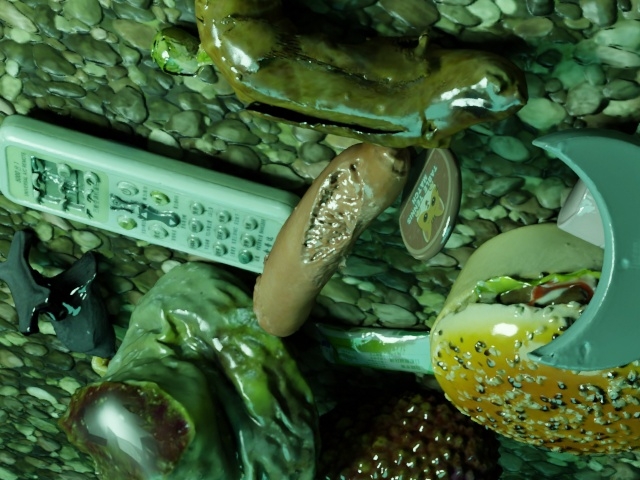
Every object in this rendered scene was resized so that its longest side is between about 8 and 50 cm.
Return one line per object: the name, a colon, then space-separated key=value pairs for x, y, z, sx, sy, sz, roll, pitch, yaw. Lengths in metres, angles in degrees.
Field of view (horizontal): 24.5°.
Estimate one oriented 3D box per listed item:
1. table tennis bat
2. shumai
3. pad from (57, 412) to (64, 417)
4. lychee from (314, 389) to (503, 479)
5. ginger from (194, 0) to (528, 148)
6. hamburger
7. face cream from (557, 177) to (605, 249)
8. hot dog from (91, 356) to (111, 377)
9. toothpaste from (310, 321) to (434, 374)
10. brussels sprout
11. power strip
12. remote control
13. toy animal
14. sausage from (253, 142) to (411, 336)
table tennis bat: x=0.140 y=-0.045 z=1.404 sx=0.119 sy=0.170 sz=0.107 roll=11 pitch=123 yaw=-23
shumai: x=-0.177 y=0.214 z=1.691 sx=0.309 sy=0.263 sz=0.304 roll=48 pitch=133 yaw=19
pad: x=-0.284 y=0.302 z=2.179 sx=0.127 sy=0.004 sz=0.190 roll=-11 pitch=136 yaw=35
lychee: x=0.100 y=0.295 z=1.811 sx=0.271 sy=0.271 sz=0.271 roll=12 pitch=145 yaw=8
ginger: x=0.028 y=-0.151 z=1.326 sx=0.309 sy=0.107 sz=0.133 roll=18 pitch=123 yaw=2
hamburger: x=0.255 y=0.115 z=1.529 sx=0.300 sy=0.176 sz=0.300 roll=12 pitch=147 yaw=8
face cream: x=0.333 y=-0.008 z=1.421 sx=0.198 sy=0.057 sz=0.084 roll=21 pitch=121 yaw=-7
hot dog: x=-0.270 y=0.179 z=1.977 sx=0.034 sy=0.030 sz=0.090 roll=-5 pitch=140 yaw=27
toothpaste: x=0.109 y=0.129 z=1.730 sx=0.248 sy=0.046 sz=0.078 roll=3 pitch=139 yaw=24
brussels sprout: x=-0.118 y=-0.181 z=1.395 sx=0.083 sy=0.046 sz=0.051 roll=-3 pitch=147 yaw=26
power strip: x=0.273 y=-0.003 z=1.350 sx=0.168 sy=0.054 sz=0.253 roll=3 pitch=101 yaw=3
remote control: x=-0.182 y=-0.053 z=1.585 sx=0.335 sy=0.065 sz=0.128 roll=16 pitch=147 yaw=2
toy animal: x=-0.296 y=0.071 z=1.819 sx=0.117 sy=0.121 sz=0.210 roll=-43 pitch=145 yaw=4
sausage: x=-0.002 y=0.001 z=1.476 sx=0.079 sy=0.087 sz=0.326 roll=57 pitch=146 yaw=17
